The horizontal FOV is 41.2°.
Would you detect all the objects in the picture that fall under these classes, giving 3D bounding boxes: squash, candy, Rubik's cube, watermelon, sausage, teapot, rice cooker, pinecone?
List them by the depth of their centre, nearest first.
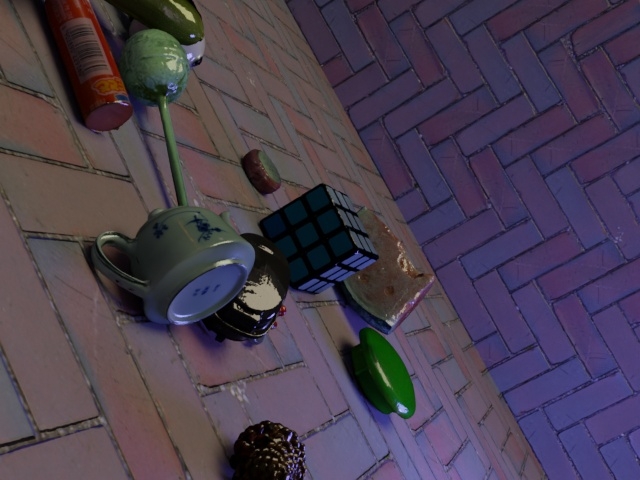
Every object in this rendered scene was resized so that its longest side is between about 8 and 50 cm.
[{"bbox_3d":[-0.064,0.275,1.068,0.102,0.102,0.109,59,3,-3],"label":"pinecone"},{"bbox_3d":[-0.182,0.016,1.091,0.231,0.159,0.159,-11,69,-46],"label":"teapot"},{"bbox_3d":[-0.109,0.069,1.224,0.112,0.106,0.165,29,51,-16],"label":"rice cooker"},{"bbox_3d":[-0.352,-0.286,1.255,0.274,0.074,0.074,64,14,22],"label":"sausage"},{"bbox_3d":[-0.238,-0.151,1.366,0.119,0.119,0.440,34,36,-61],"label":"candy"},{"bbox_3d":[-0.344,-0.441,1.444,0.340,0.094,0.094,34,19,-10],"label":"squash"},{"bbox_3d":[0.000,0.000,1.725,0.161,0.162,0.163,63,15,15],"label":"Rubik's cube"},{"bbox_3d":[-0.126,-0.148,1.837,0.103,0.043,0.103,52,17,-24],"label":"candy"},{"bbox_3d":[0.149,0.081,2.018,0.148,0.226,0.319,91,-10,-62],"label":"watermelon"}]

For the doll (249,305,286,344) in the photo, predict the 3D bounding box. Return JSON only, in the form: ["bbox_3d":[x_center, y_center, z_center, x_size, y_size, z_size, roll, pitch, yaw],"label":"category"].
[{"bbox_3d":[-0.096,0.109,1.361,0.194,0.062,0.104,1,103,-76],"label":"doll"}]

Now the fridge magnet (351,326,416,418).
[{"bbox_3d":[0.132,0.277,1.769,0.208,0.088,0.208,55,14,-22],"label":"fridge magnet"}]

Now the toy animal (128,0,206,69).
[{"bbox_3d":[-0.294,-0.393,1.588,0.166,0.138,0.179,18,48,-40],"label":"toy animal"}]
